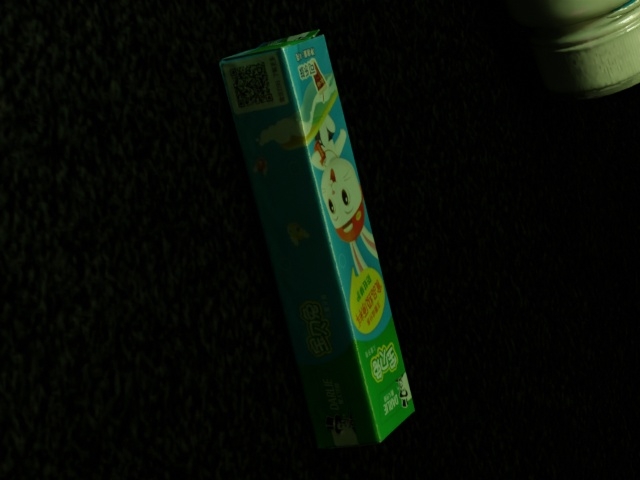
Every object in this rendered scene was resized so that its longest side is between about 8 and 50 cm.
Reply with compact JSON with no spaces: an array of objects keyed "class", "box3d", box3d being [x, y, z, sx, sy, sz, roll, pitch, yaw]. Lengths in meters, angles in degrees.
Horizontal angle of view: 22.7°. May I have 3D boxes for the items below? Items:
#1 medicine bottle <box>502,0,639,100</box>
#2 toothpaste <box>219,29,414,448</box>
[{"class":"medicine bottle","box3d":[0.219,-0.264,1.419,0.143,0.143,0.258,-53,127,-52]},{"class":"toothpaste","box3d":[0.000,0.000,1.044,0.065,0.050,0.267,-32,110,-62]}]
